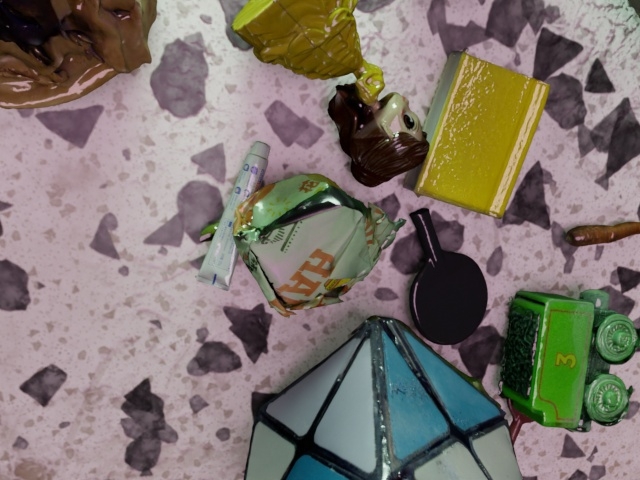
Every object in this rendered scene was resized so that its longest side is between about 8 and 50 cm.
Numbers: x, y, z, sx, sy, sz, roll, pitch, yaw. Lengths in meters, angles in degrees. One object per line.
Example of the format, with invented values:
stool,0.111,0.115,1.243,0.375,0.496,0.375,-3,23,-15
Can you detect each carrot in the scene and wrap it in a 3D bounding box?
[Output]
carrot,0.493,-0.012,1.033,0.165,0.035,0.036,-5,105,-14

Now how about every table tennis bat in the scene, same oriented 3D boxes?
table tennis bat,0.362,0.299,1.077,0.098,0.019,0.155,30,82,-21
table tennis bat,0.197,0.059,0.978,0.150,0.027,0.236,-27,104,-20

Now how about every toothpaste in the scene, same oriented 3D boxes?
toothpaste,-0.120,-0.038,0.868,0.052,0.033,0.218,19,86,2

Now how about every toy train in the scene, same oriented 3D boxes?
toy train,0.410,0.199,1.012,0.188,0.132,0.243,5,93,-11

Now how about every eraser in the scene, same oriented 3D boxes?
eraser,0.235,-0.154,0.919,0.158,0.069,0.226,16,101,-17

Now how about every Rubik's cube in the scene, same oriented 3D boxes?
Rubik's cube,0.086,0.343,0.845,0.305,0.307,0.310,41,116,-19

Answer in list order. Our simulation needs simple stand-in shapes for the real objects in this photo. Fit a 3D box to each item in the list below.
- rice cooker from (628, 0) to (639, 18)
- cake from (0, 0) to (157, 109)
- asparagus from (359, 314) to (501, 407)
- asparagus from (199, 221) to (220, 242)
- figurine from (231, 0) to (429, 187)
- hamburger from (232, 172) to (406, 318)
rice cooker,0.613,-0.414,0.803,0.335,0.325,0.335,-9,120,-17
cake,-0.328,-0.296,0.627,0.332,0.321,0.332,-4,104,-14
asparagus,0.205,0.239,1.010,0.343,0.085,0.082,39,69,-16
asparagus,-0.067,-0.039,0.903,0.236,0.027,0.034,-15,112,-9
figurine,0.044,-0.219,0.820,0.168,0.187,0.315,-45,117,-1
hamburger,0.003,-0.001,0.864,0.235,0.125,0.214,-31,137,-3
